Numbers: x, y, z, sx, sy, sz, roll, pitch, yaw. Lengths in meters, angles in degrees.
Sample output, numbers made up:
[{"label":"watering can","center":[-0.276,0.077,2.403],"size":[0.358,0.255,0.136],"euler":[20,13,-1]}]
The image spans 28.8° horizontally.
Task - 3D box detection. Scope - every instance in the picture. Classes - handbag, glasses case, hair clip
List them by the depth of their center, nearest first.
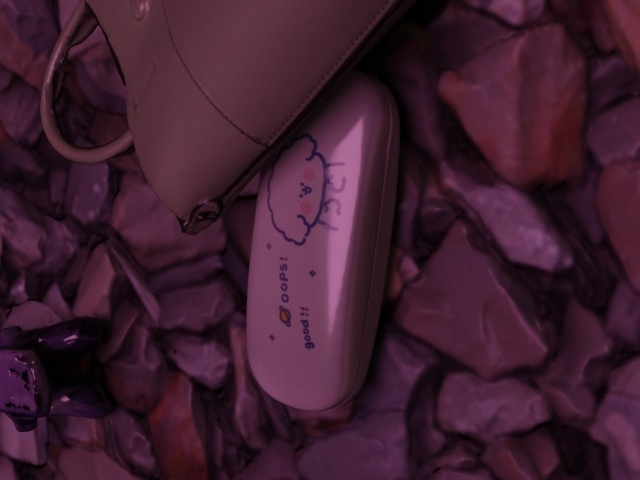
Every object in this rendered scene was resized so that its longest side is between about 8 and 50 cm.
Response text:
[{"label":"handbag","center":[-0.057,-0.147,0.701],"size":[0.315,0.109,0.241],"euler":[-44,56,39]},{"label":"glasses case","center":[0.000,0.000,0.706],"size":[0.076,0.049,0.197],"euler":[15,103,35]},{"label":"hair clip","center":[-0.252,0.102,0.879],"size":[0.278,0.090,0.137],"euler":[-4,95,40]}]
